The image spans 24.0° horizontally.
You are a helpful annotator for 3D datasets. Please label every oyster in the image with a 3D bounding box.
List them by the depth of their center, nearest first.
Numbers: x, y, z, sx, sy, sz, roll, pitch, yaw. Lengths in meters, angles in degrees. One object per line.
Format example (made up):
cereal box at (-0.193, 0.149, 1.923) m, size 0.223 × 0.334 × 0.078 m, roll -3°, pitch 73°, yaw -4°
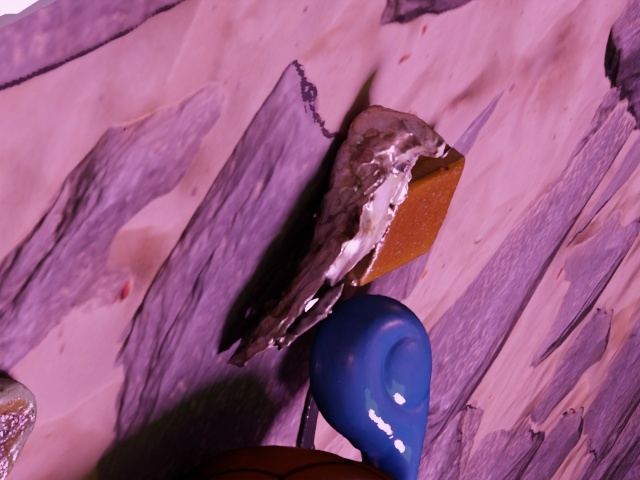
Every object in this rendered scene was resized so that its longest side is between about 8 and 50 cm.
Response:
oyster at (0.002, 0.003, 0.980) m, size 0.200 × 0.061 × 0.106 m, roll -53°, pitch 176°, yaw 1°

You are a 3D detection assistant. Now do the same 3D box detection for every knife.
knife at (-0.010, 0.161, 1.208) m, size 0.023 × 0.010 × 0.170 m, roll -45°, pitch 154°, yaw -38°

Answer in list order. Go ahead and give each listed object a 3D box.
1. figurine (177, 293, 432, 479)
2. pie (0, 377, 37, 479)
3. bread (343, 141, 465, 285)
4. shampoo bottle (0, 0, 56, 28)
figurine at (-0.021, 0.229, 1.017) m, size 0.416 × 0.298 × 0.243 m, roll -41°, pitch 124°, yaw -41°
pie at (-0.178, 0.106, 0.781) m, size 0.085 × 0.017 × 0.085 m, roll -44°, pitch 156°, yaw -26°
bread at (0.055, -0.020, 1.052) m, size 0.094 × 0.035 × 0.090 m, roll -25°, pitch 144°, yaw -51°
shampoo bottle at (-0.043, -0.175, 0.507) m, size 0.359 × 0.134 × 0.078 m, roll -40°, pitch 155°, yaw -32°
